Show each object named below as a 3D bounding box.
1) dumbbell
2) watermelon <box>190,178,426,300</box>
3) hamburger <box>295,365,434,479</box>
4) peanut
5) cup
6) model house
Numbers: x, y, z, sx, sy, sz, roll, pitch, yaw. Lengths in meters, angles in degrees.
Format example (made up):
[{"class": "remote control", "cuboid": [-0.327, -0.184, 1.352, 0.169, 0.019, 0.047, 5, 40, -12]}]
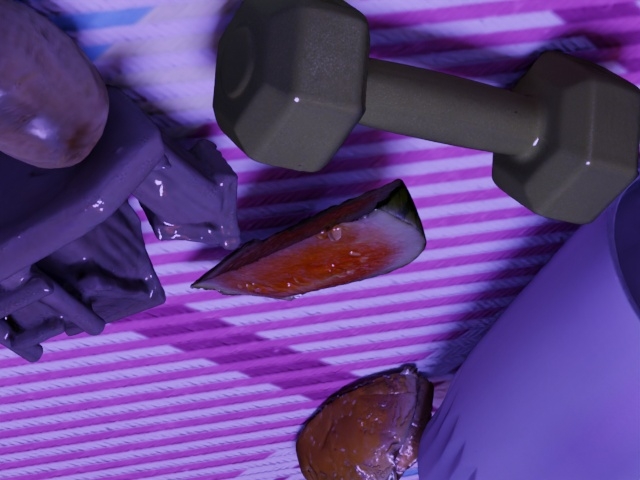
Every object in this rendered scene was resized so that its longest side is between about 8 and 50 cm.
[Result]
[{"class": "dumbbell", "cuboid": [0.077, -0.089, 0.943, 0.302, 0.121, 0.108, 9, 109, -28]}, {"class": "watermelon", "cuboid": [0.000, 0.006, 1.030, 0.119, 0.063, 0.245, -15, 178, -38]}, {"class": "hamburger", "cuboid": [0.038, 0.199, 1.333, 0.087, 0.102, 0.176, 28, 129, -27]}, {"class": "peanut", "cuboid": [-0.218, -0.114, 0.818, 0.228, 0.104, 0.085, 30, 101, -40]}, {"class": "cup", "cuboid": [0.252, 0.129, 1.180, 0.253, 0.253, 0.371, 8, 141, -28]}, {"class": "model house", "cuboid": [-0.162, 0.000, 0.976, 0.229, 0.122, 0.188, -29, 144, 16]}]
